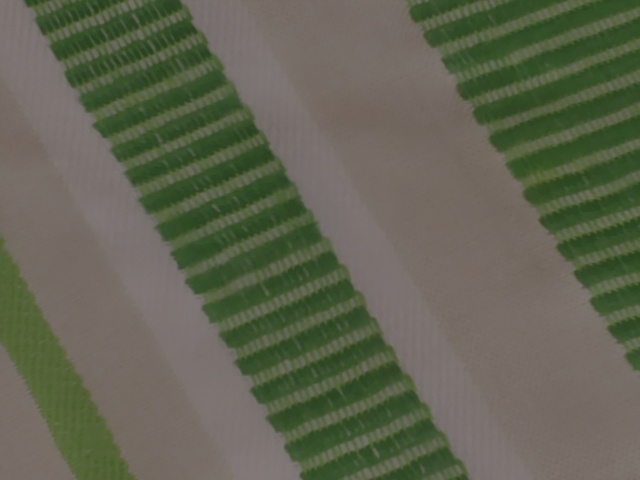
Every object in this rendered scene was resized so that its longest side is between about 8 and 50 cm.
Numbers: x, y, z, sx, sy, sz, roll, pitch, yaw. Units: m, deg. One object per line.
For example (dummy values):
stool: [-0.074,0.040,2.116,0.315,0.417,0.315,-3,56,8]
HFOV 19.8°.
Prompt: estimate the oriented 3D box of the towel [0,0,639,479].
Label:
towel: [0.013,0.003,0.467,0.325,0.248,0.038,-30,171,-4]
